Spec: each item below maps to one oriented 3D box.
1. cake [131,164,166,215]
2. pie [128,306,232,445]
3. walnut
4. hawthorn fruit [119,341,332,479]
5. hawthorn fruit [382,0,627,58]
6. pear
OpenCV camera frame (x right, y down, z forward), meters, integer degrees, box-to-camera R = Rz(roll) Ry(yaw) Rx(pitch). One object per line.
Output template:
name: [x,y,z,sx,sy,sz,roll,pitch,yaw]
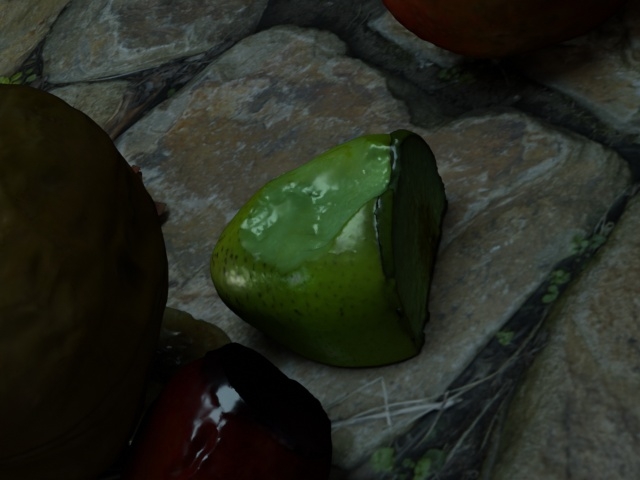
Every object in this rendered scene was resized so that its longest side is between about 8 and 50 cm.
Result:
cake: [-0.353,-0.038,1.839,0.287,0.098,0.135,1,45,37]
pie: [-0.175,0.138,1.468,0.185,0.052,0.218,-11,42,-37]
walnut: [-0.298,0.046,1.268,0.307,0.354,0.398,4,53,-6]
hawthorn fruit: [-0.097,0.226,1.254,0.189,0.189,0.251,20,78,49]
hawthorn fruit: [0.254,-0.413,1.648,0.402,0.403,0.403,-20,35,15]
pear: [0.000,0.000,1.478,0.292,0.159,0.292,-23,35,17]
